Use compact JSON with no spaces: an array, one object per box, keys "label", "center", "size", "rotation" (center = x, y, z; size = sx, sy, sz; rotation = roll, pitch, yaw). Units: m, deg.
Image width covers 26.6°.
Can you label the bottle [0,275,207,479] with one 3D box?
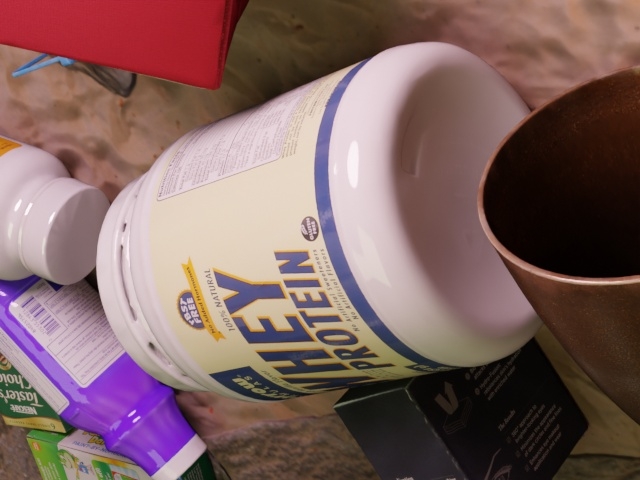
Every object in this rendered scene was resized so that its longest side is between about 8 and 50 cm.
[{"label":"bottle","center":[-0.238,0.138,1.427],"size":[0.283,0.118,0.092],"rotation":[47,134,-1]}]

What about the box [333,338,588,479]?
[{"label":"box","center":[0.120,0.147,1.126],"size":[0.093,0.156,0.158],"rotation":[-22,105,46]}]

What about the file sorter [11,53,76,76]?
[{"label":"file sorter","center":[-0.242,-0.240,1.156],"size":[0.104,0.118,0.170],"rotation":[-9,114,46]}]

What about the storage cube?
[{"label":"storage cube","center":[-0.137,-0.252,0.977],"size":[0.214,0.184,0.193],"rotation":[11,131,1]}]

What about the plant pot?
[{"label":"plant pot","center":[0.244,0.033,0.930],"size":[0.215,0.215,0.230],"rotation":[5,136,35]}]

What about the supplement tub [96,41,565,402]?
[{"label":"supplement tub","center":[0.000,0.000,1.053],"size":[0.324,0.235,0.235],"rotation":[-17,109,44]}]

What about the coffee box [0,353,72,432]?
[{"label":"coffee box","center":[-0.353,0.136,1.570],"size":[0.113,0.040,0.184],"rotation":[2,121,37]}]

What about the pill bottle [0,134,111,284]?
[{"label":"pill bottle","center":[-0.335,-0.040,1.358],"size":[0.245,0.136,0.136],"rotation":[19,130,26]}]

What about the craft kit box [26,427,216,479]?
[{"label":"craft kit box","center":[-0.210,0.336,1.597],"size":[0.246,0.061,0.250],"rotation":[5,123,32]}]
